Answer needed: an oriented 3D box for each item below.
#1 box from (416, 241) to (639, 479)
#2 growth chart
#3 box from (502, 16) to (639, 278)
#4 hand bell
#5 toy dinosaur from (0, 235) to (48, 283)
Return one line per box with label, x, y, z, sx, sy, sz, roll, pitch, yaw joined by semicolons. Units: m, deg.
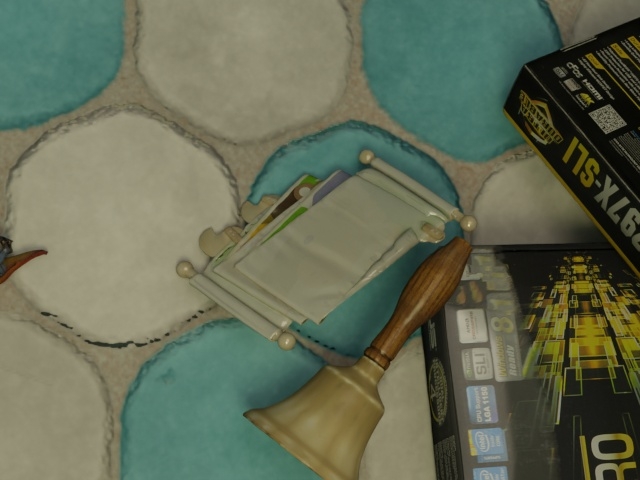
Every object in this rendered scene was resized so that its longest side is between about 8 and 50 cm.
box;0.265;0.198;1.271;0.318;0.097;0.394;-1;74;-11
growth chart;0.000;0.000;1.259;0.237;0.021;0.172;-34;51;-18
box;0.370;-0.075;1.315;0.257;0.079;0.322;-23;64;-27
hand bell;0.056;0.097;1.207;0.126;0.126;0.242;39;82;-1
toy dinosaur;-0.292;0.037;1.210;0.090;0.047;0.082;18;90;-19
